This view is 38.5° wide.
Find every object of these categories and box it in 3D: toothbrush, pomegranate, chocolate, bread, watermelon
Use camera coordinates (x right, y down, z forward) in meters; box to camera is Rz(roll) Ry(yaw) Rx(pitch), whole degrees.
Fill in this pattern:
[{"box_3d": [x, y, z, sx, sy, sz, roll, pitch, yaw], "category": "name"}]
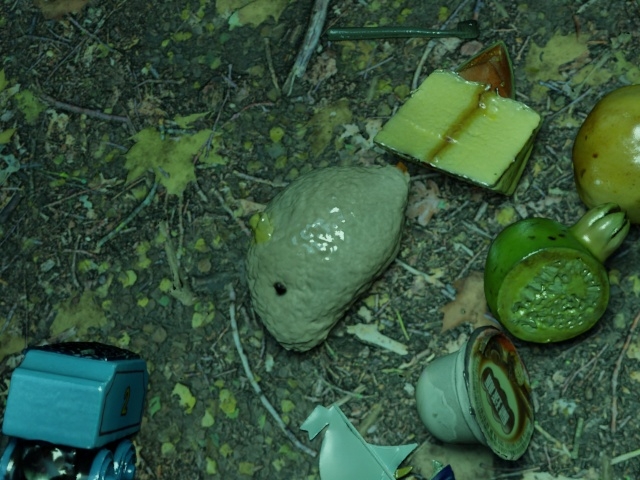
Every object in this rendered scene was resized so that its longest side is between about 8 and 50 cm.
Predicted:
[{"box_3d": [0.150, -0.395, 1.726, 0.297, 0.031, 0.030, 2, 44, 18], "category": "toothbrush"}, {"box_3d": [0.499, -0.138, 1.423, 0.233, 0.233, 0.233, -5, 68, 13], "category": "pomegranate"}, {"box_3d": [0.223, 0.232, 1.397, 0.147, 0.221, 0.221, -11, 64, 39], "category": "chocolate"}, {"box_3d": [0.348, 0.027, 1.409, 0.189, 0.241, 0.159, 11, 30, -11], "category": "pomegranate"}, {"box_3d": [0.235, -0.194, 1.543, 0.240, 0.135, 0.178, 25, 95, 23], "category": "bread"}, {"box_3d": [0.302, -0.286, 1.606, 0.125, 0.094, 0.135, -32, 69, -8], "category": "watermelon"}]

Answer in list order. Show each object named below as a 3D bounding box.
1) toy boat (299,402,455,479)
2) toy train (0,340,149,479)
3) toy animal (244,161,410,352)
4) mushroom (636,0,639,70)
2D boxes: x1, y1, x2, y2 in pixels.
[{"box_3d": [0.070, 0.366, 1.434, 0.220, 0.067, 0.291, -42, 62, -2], "category": "toy boat"}, {"box_3d": [-0.385, 0.292, 1.462, 0.187, 0.300, 0.265, 8, 84, 3], "category": "toy train"}, {"box_3d": [0.004, -0.005, 1.527, 0.226, 0.188, 0.358, 40, 83, 19], "category": "toy animal"}, {"box_3d": [0.619, -0.359, 1.503, 0.243, 0.243, 0.244, -5, 68, 13], "category": "mushroom"}]
